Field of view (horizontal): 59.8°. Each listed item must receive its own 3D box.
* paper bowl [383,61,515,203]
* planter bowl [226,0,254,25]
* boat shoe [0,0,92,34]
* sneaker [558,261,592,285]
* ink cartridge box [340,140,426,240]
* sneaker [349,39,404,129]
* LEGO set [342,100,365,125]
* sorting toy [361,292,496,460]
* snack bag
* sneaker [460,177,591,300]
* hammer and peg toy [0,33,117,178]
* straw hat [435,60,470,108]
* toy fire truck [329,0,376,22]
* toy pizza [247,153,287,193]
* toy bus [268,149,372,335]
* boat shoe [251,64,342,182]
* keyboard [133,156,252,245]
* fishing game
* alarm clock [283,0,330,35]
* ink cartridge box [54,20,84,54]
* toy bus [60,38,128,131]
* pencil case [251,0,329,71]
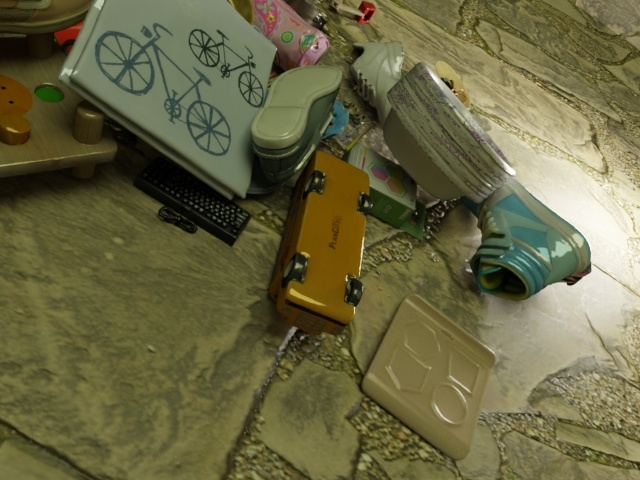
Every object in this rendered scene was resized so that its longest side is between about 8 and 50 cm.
[{"bbox_3d":[0.234,-0.193,1.086,0.284,0.148,0.284,39,25,-22],"label":"paper bowl"},{"bbox_3d":[-0.241,-0.433,1.042,0.217,0.090,0.218,14,64,-32],"label":"planter bowl"},{"bbox_3d":[-0.418,-0.344,0.730,0.121,0.110,0.341,38,44,5],"label":"boat shoe"},{"bbox_3d":[0.467,0.057,1.170,0.178,0.077,0.072,18,50,10],"label":"sneaker"},{"bbox_3d":[0.131,-0.098,1.085,0.209,0.062,0.109,27,44,-12],"label":"ink cartridge box"},{"bbox_3d":[0.131,-0.353,1.281,0.129,0.111,0.297,4,49,-8],"label":"sneaker"},{"bbox_3d":[0.071,-0.274,1.222,0.054,0.023,0.083,22,34,-18],"label":"LEGO set"},{"bbox_3d":[0.176,0.211,0.890,0.193,0.038,0.208,37,49,0],"label":"sorting toy"},{"bbox_3d":[-0.205,-0.279,0.863,0.323,0.037,0.343,34,53,-42],"label":"snack bag"},{"bbox_3d":[0.344,-0.011,1.111,0.208,0.127,0.319,-30,46,-16],"label":"sneaker"},{"bbox_3d":[-0.477,-0.224,0.765,0.265,0.127,0.361,-19,64,-40],"label":"hammer and peg toy"},{"bbox_3d":[0.317,-0.382,1.429,0.144,0.061,0.145,24,52,-35],"label":"straw hat"},{"bbox_3d":[0.043,-0.652,1.484,0.191,0.047,0.135,-5,60,-34],"label":"toy fire truck"},{"bbox_3d":[-0.146,-0.156,0.982,0.201,0.032,0.202,18,47,-20],"label":"toy pizza"},{"bbox_3d":[0.000,0.000,0.877,0.108,0.130,0.333,24,46,-15],"label":"toy bus"},{"bbox_3d":[-0.037,-0.219,0.989,0.116,0.099,0.320,8,40,14],"label":"boat shoe"},{"bbox_3d":[-0.202,-0.059,0.876,0.180,0.023,0.108,32,45,-5],"label":"keyboard"},{"bbox_3d":[-0.029,-0.265,1.100,0.264,0.041,0.189,32,44,15],"label":"fishing game"},{"bbox_3d":[-0.066,-0.538,1.288,0.192,0.064,0.129,43,13,5],"label":"alarm clock"},{"bbox_3d":[-0.371,-0.472,1.054,0.308,0.091,0.385,-15,63,-39],"label":"ink cartridge box"},{"bbox_3d":[-0.290,-0.285,0.942,0.191,0.104,0.202,-41,100,-7],"label":"toy bus"},{"bbox_3d":[-0.116,-0.476,1.195,0.284,0.124,0.124,45,45,5],"label":"pencil case"}]
